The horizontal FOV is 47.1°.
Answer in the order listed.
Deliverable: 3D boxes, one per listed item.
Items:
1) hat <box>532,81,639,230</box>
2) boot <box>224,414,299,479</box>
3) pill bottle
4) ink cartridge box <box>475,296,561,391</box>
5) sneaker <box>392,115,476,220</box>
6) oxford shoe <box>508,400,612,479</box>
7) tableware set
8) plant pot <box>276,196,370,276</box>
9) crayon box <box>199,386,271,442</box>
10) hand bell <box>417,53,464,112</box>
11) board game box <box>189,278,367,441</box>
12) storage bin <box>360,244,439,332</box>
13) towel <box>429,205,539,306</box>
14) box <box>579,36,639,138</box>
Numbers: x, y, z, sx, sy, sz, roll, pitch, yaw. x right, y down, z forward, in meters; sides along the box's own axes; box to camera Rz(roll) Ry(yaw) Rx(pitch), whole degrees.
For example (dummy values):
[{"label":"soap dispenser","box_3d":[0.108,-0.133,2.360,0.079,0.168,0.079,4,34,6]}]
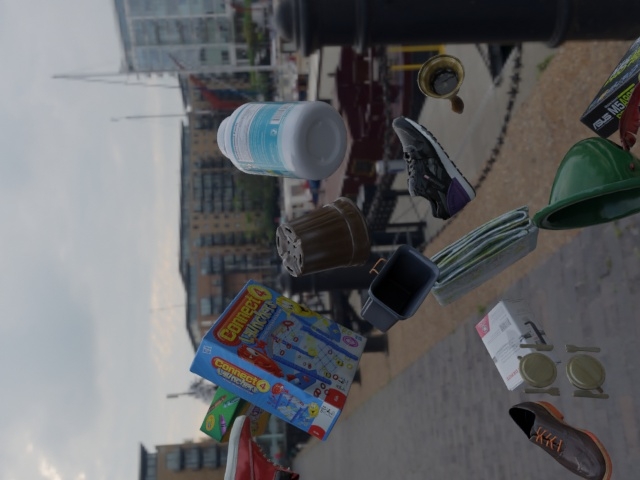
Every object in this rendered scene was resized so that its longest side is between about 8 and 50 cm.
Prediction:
[{"label":"hat","box_3d":[0.332,-0.123,0.911,0.208,0.173,0.183,14,-118,-58]},{"label":"boot","box_3d":[-0.139,0.536,1.797,0.244,0.176,0.088,-91,0,-50]},{"label":"pill bottle","box_3d":[-0.086,-0.196,1.422,0.264,0.146,0.146,11,108,46]},{"label":"ink cartridge box","box_3d":[0.556,0.293,2.077,0.158,0.092,0.217,-60,44,48]},{"label":"sneaker","box_3d":[0.255,-0.174,1.814,0.283,0.124,0.107,49,176,-8]},{"label":"oxford shoe","box_3d":[0.500,0.429,1.554,0.271,0.098,0.096,-145,67,-65]},{"label":"tableware set","box_3d":[0.548,0.303,1.677,0.039,0.194,0.128,89,-175,-55]},{"label":"plant pot","box_3d":[0.000,0.000,1.658,0.167,0.165,0.167,37,135,48]},{"label":"crayon box","box_3d":[-0.224,0.486,2.135,0.165,0.081,0.278,-66,-22,0]},{"label":"hand bell","box_3d":[0.362,-0.403,2.032,0.242,0.126,0.126,31,-129,-63]},{"label":"board game box","box_3d":[-0.076,0.238,1.546,0.086,0.302,0.308,-64,-2,23]},{"label":"storage bin","box_3d":[0.121,0.085,1.240,0.135,0.098,0.091,-50,-6,-38]},{"label":"towel","box_3d":[0.430,0.047,1.982,0.090,0.321,0.374,60,-174,18]},{"label":"box","box_3d":[0.554,-0.304,1.176,0.216,0.060,0.270,-52,-1,-20]}]
